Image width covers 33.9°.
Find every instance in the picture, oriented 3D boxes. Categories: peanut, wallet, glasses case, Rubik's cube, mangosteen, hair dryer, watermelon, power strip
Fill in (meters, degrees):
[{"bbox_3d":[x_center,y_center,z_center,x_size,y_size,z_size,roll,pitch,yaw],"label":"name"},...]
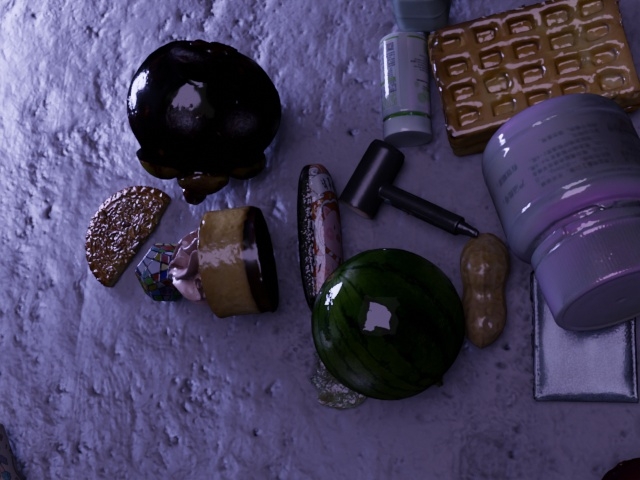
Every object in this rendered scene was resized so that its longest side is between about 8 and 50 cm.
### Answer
[{"bbox_3d":[0.264,0.079,1.691,0.089,0.089,0.193,-3,76,17],"label":"peanut"},{"bbox_3d":[0.418,0.145,1.657,0.167,0.036,0.222,-2,78,16],"label":"wallet"},{"bbox_3d":[0.000,0.000,1.786,0.067,0.103,0.266,-6,76,14],"label":"glasses case"},{"bbox_3d":[-0.275,0.056,1.864,0.111,0.093,0.111,-4,75,15],"label":"Rubik's cube"},{"bbox_3d":[-0.209,-0.210,1.835,0.287,0.287,0.233,-33,60,8],"label":"mangosteen"},{"bbox_3d":[0.164,-0.072,1.760,0.255,0.070,0.128,25,84,27],"label":"hair dryer"},{"bbox_3d":[0.106,0.132,1.646,0.242,0.242,0.242,-4,76,17],"label":"watermelon"},{"bbox_3d":[0.194,-0.481,1.845,0.229,0.141,0.261,3,64,17],"label":"power strip"}]

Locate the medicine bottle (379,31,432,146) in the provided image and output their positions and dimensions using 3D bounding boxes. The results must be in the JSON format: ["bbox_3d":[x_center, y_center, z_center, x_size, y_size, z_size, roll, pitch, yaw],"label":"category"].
[{"bbox_3d":[0.147,-0.261,1.811,0.086,0.086,0.183,-5,76,16],"label":"medicine bottle"}]

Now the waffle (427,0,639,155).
[{"bbox_3d":[0.354,-0.281,1.748,0.328,0.098,0.224,-13,75,12],"label":"waffle"}]

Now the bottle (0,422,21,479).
[{"bbox_3d":[-0.583,0.435,1.860,0.097,0.110,0.209,-29,70,9],"label":"bottle"}]

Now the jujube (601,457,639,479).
[{"bbox_3d":[0.451,0.497,1.462,0.258,0.258,0.376,17,76,20],"label":"jujube"}]

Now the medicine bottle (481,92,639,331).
[{"bbox_3d":[0.395,-0.040,1.577,0.241,0.241,0.302,-22,61,11],"label":"medicine bottle"}]

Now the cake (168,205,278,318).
[{"bbox_3d":[-0.173,0.042,1.772,0.178,0.207,0.185,-10,105,2],"label":"cake"}]

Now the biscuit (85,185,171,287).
[{"bbox_3d":[-0.374,-0.022,1.950,0.126,0.025,0.206,33,88,22],"label":"biscuit"}]

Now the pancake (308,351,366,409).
[{"bbox_3d":[0.039,0.219,1.763,0.116,0.022,0.129,4,78,16],"label":"pancake"}]
